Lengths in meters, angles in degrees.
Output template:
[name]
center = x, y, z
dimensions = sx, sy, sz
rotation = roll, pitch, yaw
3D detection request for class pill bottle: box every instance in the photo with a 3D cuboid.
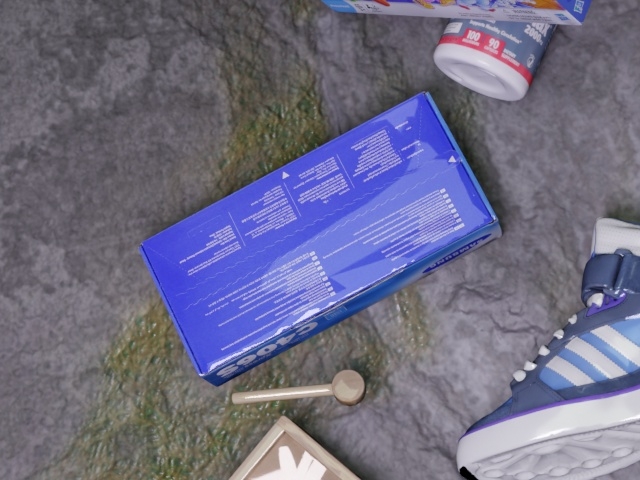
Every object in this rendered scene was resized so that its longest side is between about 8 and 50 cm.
[pill bottle]
center = 0.202, -0.249, 1.786
dimensions = 0.108, 0.108, 0.180
rotation = 22, 81, 15

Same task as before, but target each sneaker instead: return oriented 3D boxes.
[sneaker]
center = 0.274, 0.097, 1.692
dimensions = 0.323, 0.130, 0.236
rotation = -21, 55, 18

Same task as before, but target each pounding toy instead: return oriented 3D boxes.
[pounding toy]
center = -0.018, 0.223, 1.715
dimensions = 0.181, 0.094, 0.206
rotation = 39, 86, 17

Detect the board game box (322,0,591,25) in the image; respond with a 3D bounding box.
[board game box]
center = 0.077, -0.311, 1.685
dimensions = 0.347, 0.233, 0.078
rotation = 11, 74, 46

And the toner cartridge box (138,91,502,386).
[toner cartridge box]
center = 0.000, 0.000, 1.779
dimensions = 0.348, 0.075, 0.165
rotation = -28, 73, 3
